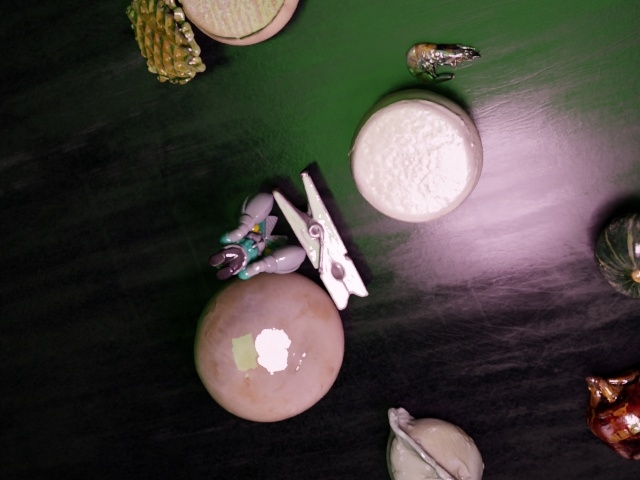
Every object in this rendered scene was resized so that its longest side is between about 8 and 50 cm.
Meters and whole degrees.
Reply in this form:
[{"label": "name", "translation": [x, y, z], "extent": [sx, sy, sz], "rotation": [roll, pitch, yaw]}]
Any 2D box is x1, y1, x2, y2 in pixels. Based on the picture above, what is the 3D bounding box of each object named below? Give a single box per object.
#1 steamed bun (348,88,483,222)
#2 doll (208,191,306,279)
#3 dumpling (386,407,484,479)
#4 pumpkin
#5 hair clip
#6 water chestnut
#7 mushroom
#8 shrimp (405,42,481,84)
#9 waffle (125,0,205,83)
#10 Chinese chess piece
[{"label": "steamed bun", "translation": [0.205, -0.185, 1.535], "extent": [0.282, 0.177, 0.283], "rotation": [3, 111, 8]}, {"label": "doll", "translation": [-0.132, 0.017, 1.615], "extent": [0.153, 0.258, 0.195], "rotation": [-19, 126, 29]}, {"label": "dumpling", "translation": [0.290, 0.540, 1.748], "extent": [0.320, 0.212, 0.270], "rotation": [19, 147, -10]}, {"label": "pumpkin", "translation": [0.688, 0.030, 1.517], "extent": [0.211, 0.152, 0.212], "rotation": [15, 141, 13]}, {"label": "hair clip", "translation": [0.001, 0.001, 1.677], "extent": [0.101, 0.085, 0.331], "rotation": [-28, 97, -2]}, {"label": "water chestnut", "translation": [0.699, 0.374, 1.602], "extent": [0.238, 0.223, 0.223], "rotation": [47, 110, 2]}, {"label": "mushroom", "translation": [-0.126, 0.241, 1.711], "extent": [0.362, 0.294, 0.363], "rotation": [-1, 95, -16]}, {"label": "shrimp", "translation": [0.265, -0.382, 1.543], "extent": [0.160, 0.034, 0.091], "rotation": [2, 120, 17]}, {"label": "waffle", "translation": [-0.344, -0.447, 1.582], "extent": [0.207, 0.054, 0.214], "rotation": [3, 120, 52]}, {"label": "Chinese chess piece", "translation": [-0.174, -0.554, 1.524], "extent": [0.269, 0.112, 0.270], "rotation": [3, 107, 10]}]
